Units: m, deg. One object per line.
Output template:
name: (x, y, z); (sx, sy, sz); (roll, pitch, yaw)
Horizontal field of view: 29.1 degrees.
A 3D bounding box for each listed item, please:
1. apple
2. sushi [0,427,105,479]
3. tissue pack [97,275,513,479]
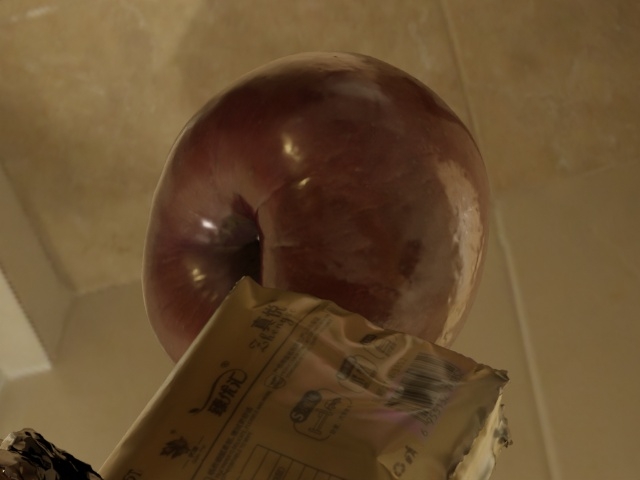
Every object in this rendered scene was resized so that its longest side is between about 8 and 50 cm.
apple: (0.000, 0.000, 1.004); (0.235, 0.305, 0.305); (0, 136, -47)
sushi: (-0.106, 0.179, 0.483); (0.343, 0.196, 0.182); (31, 160, -4)
tissue pack: (-0.017, 0.154, 0.740); (0.215, 0.256, 0.123); (18, 135, 18)
